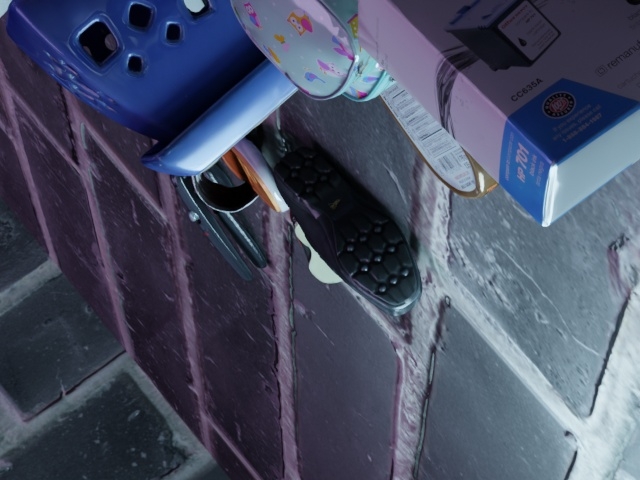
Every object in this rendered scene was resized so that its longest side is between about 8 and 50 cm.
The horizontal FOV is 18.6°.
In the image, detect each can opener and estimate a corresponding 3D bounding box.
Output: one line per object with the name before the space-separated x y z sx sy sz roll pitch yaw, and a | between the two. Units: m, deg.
can opener | -0.125 -0.024 2.396 0.073 0.059 0.186 28 149 57

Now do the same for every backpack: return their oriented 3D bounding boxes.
backpack | 0.017 -0.189 1.470 0.166 0.144 0.188 45 166 10

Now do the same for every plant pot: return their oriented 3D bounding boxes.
plant pot | -0.118 -0.187 1.685 0.212 0.236 0.236 50 174 -7

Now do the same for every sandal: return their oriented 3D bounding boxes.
sandal | -0.104 -0.076 2.127 0.102 0.076 0.265 60 175 -18

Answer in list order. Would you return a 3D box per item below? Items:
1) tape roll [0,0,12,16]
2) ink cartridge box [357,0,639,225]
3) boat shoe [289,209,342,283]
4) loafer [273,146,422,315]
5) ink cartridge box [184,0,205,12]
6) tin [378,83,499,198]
tape roll | -0.485 -0.365 2.304 0.286 0.286 0.100 48 164 20
ink cartridge box | 0.135 -0.125 1.255 0.191 0.139 0.082 47 162 24
boat shoe | 0.002 -0.001 2.108 0.133 0.049 0.042 62 -168 -51
loafer | 0.032 -0.004 1.958 0.223 0.076 0.078 50 170 32
ink cartridge box | -0.198 -0.283 2.054 0.333 0.065 0.165 59 163 -20
tin | 0.088 -0.117 1.614 0.190 0.040 0.106 55 160 -2
